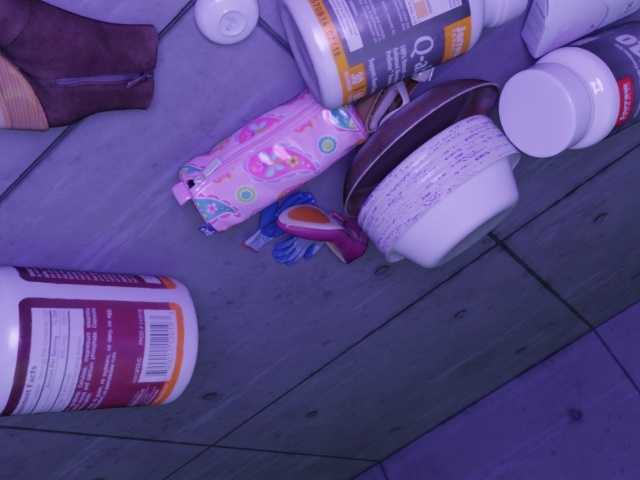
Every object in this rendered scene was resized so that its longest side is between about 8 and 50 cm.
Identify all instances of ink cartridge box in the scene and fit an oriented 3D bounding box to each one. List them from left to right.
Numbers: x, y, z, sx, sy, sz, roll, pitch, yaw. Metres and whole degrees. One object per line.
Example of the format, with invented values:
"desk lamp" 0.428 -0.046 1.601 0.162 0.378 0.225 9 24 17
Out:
"ink cartridge box" 0.400 -0.375 0.888 0.189 0.066 0.232 -25 168 -1

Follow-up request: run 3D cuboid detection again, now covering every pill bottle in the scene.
"pill bottle" -0.414 0.156 0.979 0.393 0.224 0.224 7 134 -38
"pill bottle" 0.101 -0.287 0.778 0.279 0.162 0.162 -24 145 -3
"pill bottle" 0.431 -0.239 0.994 0.283 0.161 0.161 -26 149 -27

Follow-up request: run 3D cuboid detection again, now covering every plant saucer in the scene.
"plant saucer" 0.152 -0.153 1.009 0.311 0.050 0.310 -33 166 -10

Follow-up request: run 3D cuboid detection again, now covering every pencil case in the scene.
"pencil case" -0.073 -0.124 0.916 0.284 0.124 0.124 -30 145 9

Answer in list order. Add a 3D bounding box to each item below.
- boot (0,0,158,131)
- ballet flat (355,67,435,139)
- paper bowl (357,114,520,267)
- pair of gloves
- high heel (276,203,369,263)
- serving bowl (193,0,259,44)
"boot" -0.285 -0.236 0.695 0.207 0.090 0.248 -18 145 -32
"ballet flat" 0.128 -0.239 0.934 0.080 0.073 0.232 5 135 -37
"paper bowl" 0.214 -0.063 1.053 0.284 0.148 0.284 -33 165 -10
"pair of gloves" -0.050 -0.021 1.155 0.159 0.023 0.198 -39 144 16
"high heel" 0.000 0.000 1.124 0.244 0.082 0.117 -6 131 -51
"serving bowl" -0.113 -0.276 0.774 0.084 0.027 0.083 -17 145 -12
